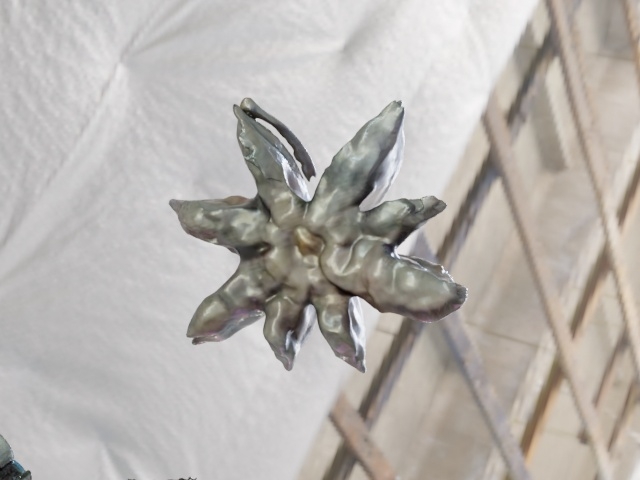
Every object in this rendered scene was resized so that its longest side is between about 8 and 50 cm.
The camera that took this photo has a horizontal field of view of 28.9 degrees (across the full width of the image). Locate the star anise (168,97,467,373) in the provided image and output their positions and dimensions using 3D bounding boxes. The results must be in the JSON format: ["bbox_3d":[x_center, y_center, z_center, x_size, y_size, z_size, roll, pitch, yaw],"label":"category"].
[{"bbox_3d":[0.000,0.000,0.884,0.229,0.236,0.093,-65,-21,12],"label":"star anise"}]

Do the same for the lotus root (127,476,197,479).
[{"bbox_3d":[-0.209,0.380,1.536,0.078,0.329,0.167,-160,64,-88],"label":"lotus root"}]

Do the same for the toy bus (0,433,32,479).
[{"bbox_3d":[-0.413,0.221,1.277,0.116,0.234,0.133,-38,-23,-33],"label":"toy bus"}]
